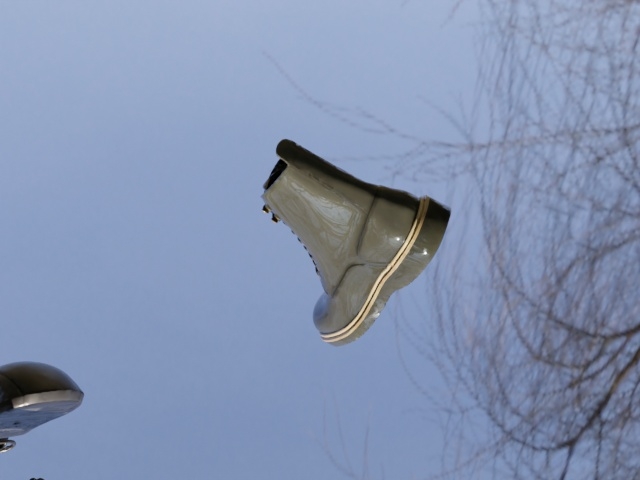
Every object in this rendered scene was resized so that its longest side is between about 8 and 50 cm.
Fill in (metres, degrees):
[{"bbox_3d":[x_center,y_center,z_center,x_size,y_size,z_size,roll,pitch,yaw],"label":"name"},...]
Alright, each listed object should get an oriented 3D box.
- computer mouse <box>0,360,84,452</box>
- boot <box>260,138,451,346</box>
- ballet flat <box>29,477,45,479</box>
[{"bbox_3d":[-0.365,0.171,1.119,0.184,0.262,0.060,0,-112,-36],"label":"computer mouse"},{"bbox_3d":[0.000,0.000,0.864,0.137,0.198,0.077,26,-130,-8],"label":"boot"},{"bbox_3d":[-0.313,0.254,1.005,0.084,0.250,0.058,12,-92,24],"label":"ballet flat"}]
